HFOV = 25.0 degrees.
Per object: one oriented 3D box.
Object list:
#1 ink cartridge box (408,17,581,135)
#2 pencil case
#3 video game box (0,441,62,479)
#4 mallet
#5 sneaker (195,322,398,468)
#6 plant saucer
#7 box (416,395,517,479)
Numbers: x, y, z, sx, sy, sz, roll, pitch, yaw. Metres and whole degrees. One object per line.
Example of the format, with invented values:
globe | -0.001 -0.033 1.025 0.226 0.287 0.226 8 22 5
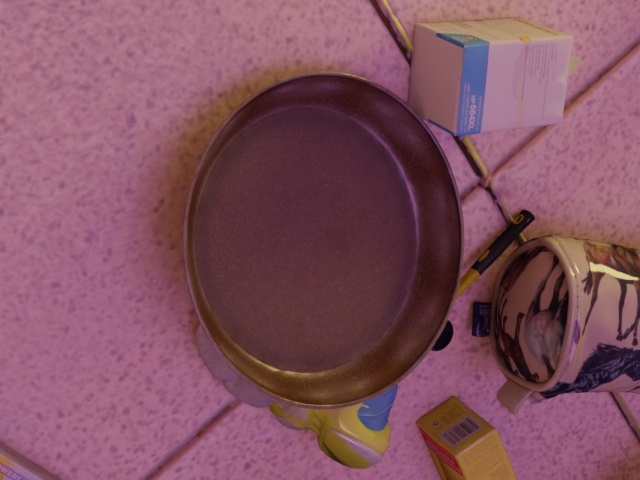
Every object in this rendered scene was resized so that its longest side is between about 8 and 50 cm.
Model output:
ink cartridge box | 0.170 -0.160 1.393 0.143 0.092 0.090 -7 114 -26
pencil case | 0.369 0.104 1.576 0.410 0.160 0.183 8 115 -31
video game box | -0.338 0.266 1.311 0.187 0.048 0.205 -49 125 -1
mallet | 0.150 0.035 1.504 0.189 0.062 0.039 -50 128 -21
sneaker | -0.015 0.118 1.425 0.240 0.091 0.126 43 58 -27
plant saucer | 0.000 0.000 1.344 0.310 0.050 0.310 0 90 -32
box | 0.183 0.285 1.591 0.058 0.087 0.232 -32 123 -14
